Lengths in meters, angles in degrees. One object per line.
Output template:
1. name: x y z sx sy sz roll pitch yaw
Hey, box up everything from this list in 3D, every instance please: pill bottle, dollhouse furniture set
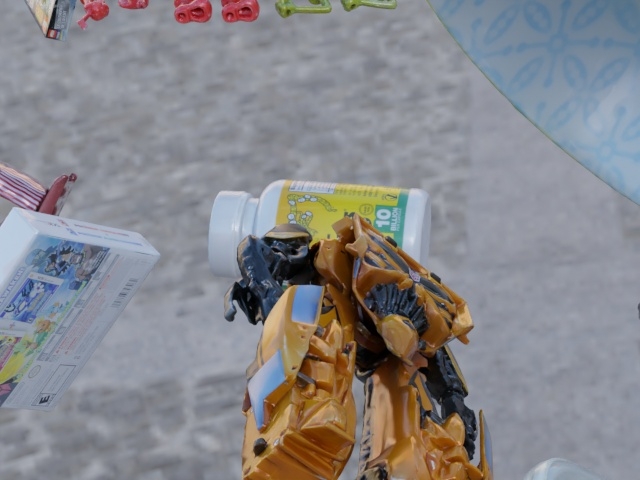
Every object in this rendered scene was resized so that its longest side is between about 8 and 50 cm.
1. pill bottle: 0.000 0.000 1.686 0.208 0.117 0.117 5 27 8
2. dollhouse furniture set: -0.401 -0.052 1.987 0.201 0.152 0.374 26 1 -6

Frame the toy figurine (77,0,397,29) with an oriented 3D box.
1. toy figurine: -0.095 -0.360 1.779 0.362 0.217 0.191 -3 28 4

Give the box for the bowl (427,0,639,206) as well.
1. bowl: 0.178 -0.131 0.670 0.156 0.289 0.289 -50 39 -15

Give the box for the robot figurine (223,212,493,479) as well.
1. robot figurine: 0.034 0.089 1.075 0.085 0.211 0.291 -44 19 24

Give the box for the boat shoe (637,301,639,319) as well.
1. boat shoe: 0.371 0.079 1.872 0.056 0.049 0.152 -26 -6 1

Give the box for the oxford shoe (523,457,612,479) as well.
1. oxford shoe: 0.365 0.311 1.492 0.130 0.449 0.169 -45 18 36

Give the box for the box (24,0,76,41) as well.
1. box: -0.311 -0.300 1.985 0.027 0.094 0.137 8 23 -26

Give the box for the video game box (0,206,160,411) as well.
1. video game box: -0.273 0.071 1.623 0.048 0.205 0.187 43 15 27
